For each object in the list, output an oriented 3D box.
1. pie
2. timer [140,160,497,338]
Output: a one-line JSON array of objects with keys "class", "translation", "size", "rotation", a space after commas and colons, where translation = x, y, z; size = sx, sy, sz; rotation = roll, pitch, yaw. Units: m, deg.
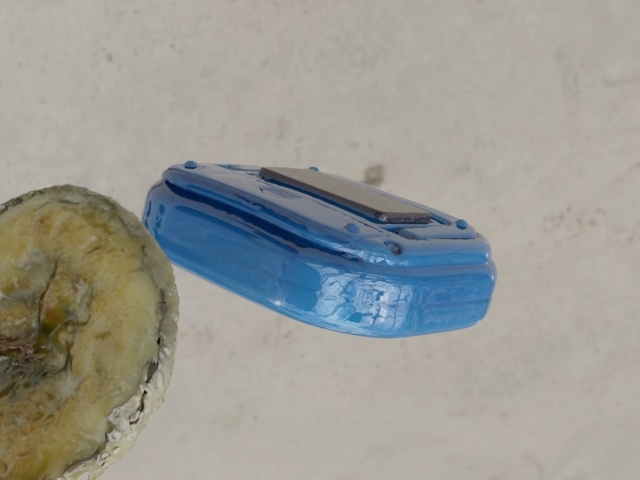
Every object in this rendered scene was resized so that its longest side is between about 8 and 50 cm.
[{"class": "pie", "translation": [-0.218, 0.076, 0.897], "size": [0.274, 0.274, 0.055], "rotation": [-23, 142, 13]}, {"class": "timer", "translation": [0.000, 0.000, 1.255], "size": [0.309, 0.340, 0.115], "rotation": [0, 108, -53]}]
